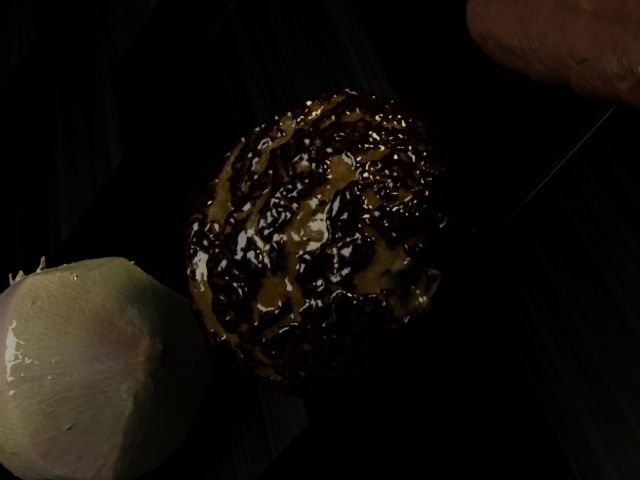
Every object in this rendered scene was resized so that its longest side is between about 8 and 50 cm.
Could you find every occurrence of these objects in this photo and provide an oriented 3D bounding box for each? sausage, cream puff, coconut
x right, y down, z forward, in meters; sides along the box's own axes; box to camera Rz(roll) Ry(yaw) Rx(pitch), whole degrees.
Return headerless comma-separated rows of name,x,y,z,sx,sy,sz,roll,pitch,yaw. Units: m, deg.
sausage,0.179,-0.123,0.671,0.088,0.088,0.433,-62,19,8
cream puff,0.000,0.000,0.834,0.239,0.165,0.239,-35,42,38
coconut,-0.206,0.117,1.033,0.234,0.224,0.224,-36,43,51
